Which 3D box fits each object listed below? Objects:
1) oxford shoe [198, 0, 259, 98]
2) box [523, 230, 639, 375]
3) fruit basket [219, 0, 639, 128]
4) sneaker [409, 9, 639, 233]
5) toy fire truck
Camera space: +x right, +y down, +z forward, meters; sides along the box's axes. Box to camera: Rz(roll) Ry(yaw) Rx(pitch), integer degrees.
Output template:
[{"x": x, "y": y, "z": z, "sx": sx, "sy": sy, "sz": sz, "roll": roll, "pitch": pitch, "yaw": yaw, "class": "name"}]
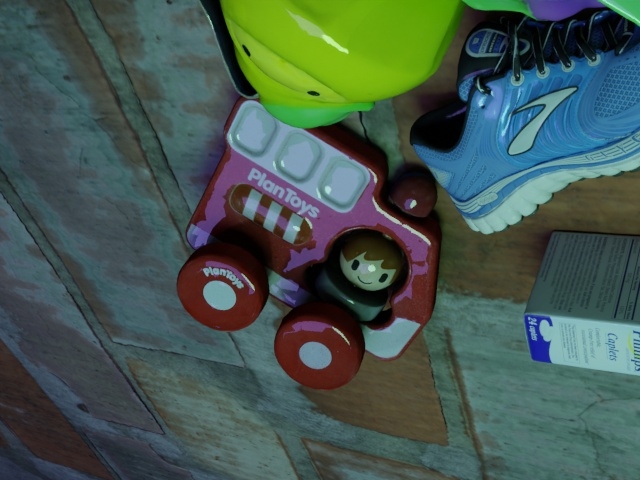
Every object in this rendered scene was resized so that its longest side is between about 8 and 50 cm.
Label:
[{"x": -0.059, "y": -0.275, "z": 0.603, "sx": 0.123, "sy": 0.130, "sz": 0.348, "roll": 7, "pitch": 135, "yaw": 28, "class": "oxford shoe"}, {"x": 0.282, "y": 0.059, "z": 0.739, "sx": 0.137, "sy": 0.126, "sz": 0.072, "roll": 4, "pitch": 133, "yaw": 30, "class": "box"}, {"x": 0.033, "y": -0.202, "z": 0.445, "sx": 0.392, "sy": 0.283, "sz": 0.392, "roll": 5, "pitch": 115, "yaw": 10, "class": "fruit basket"}, {"x": 0.187, "y": -0.123, "z": 0.608, "sx": 0.147, "sy": 0.130, "sz": 0.330, "roll": 39, "pitch": 141, "yaw": -13, "class": "sneaker"}, {"x": 0.000, "y": 0.000, "z": 0.852, "sx": 0.302, "sy": 0.169, "sz": 0.254, "roll": 31, "pitch": 123, "yaw": -1, "class": "toy fire truck"}]
